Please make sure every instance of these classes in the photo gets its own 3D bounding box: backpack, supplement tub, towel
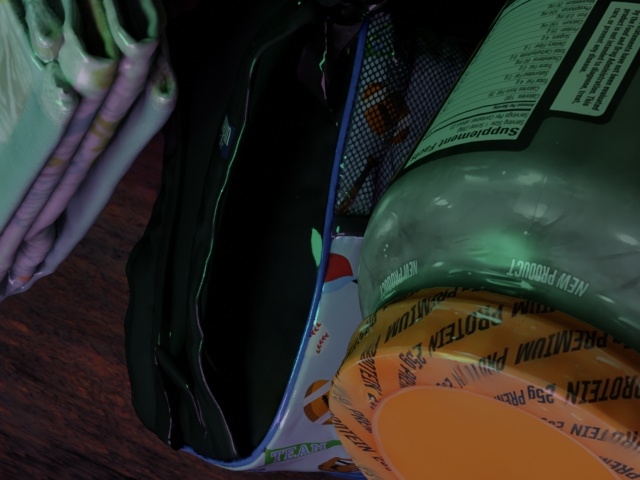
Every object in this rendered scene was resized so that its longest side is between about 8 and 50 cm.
[{"bbox_3d":[0.000,0.000,0.751,0.213,0.263,0.276,17,177,-23],"label":"backpack"},{"bbox_3d":[0.141,-0.023,0.568,0.194,0.316,0.193,23,148,16],"label":"supplement tub"},{"bbox_3d":[-0.222,-0.153,0.828,0.320,0.090,0.374,65,148,9],"label":"towel"}]
